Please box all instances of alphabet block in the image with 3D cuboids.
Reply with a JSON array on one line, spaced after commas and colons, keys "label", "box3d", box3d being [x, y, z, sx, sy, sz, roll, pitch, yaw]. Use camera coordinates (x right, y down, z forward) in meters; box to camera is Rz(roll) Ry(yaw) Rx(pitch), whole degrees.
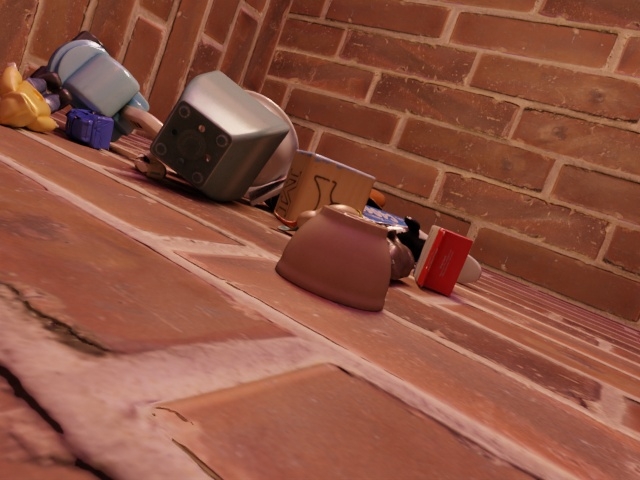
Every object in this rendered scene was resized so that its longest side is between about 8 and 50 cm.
[{"label": "alphabet block", "box3d": [0.005, -0.118, 1.383, 0.192, 0.197, 0.193, 19, 6, -19]}]

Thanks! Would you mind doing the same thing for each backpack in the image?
[{"label": "backpack", "box3d": [-0.647, -0.315, 1.405, 0.120, 0.098, 0.101, 24, 11, 23]}]

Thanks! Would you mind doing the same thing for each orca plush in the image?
[{"label": "orca plush", "box3d": [0.198, 0.000, 1.436, 0.287, 0.151, 0.102, 34, 41, -5]}]

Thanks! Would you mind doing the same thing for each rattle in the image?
[{"label": "rattle", "box3d": [0.000, 0.000, 1.121, 0.199, 0.143, 0.130, 3, -21, -17]}]

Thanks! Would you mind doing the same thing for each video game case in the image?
[{"label": "video game case", "box3d": [-0.139, -0.157, 1.524, 0.143, 0.157, 0.019, -119, -176, -72]}]

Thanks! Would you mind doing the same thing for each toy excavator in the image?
[{"label": "toy excavator", "box3d": [-0.584, -0.384, 1.520, 0.445, 0.222, 0.433, 24, -23, 45]}]

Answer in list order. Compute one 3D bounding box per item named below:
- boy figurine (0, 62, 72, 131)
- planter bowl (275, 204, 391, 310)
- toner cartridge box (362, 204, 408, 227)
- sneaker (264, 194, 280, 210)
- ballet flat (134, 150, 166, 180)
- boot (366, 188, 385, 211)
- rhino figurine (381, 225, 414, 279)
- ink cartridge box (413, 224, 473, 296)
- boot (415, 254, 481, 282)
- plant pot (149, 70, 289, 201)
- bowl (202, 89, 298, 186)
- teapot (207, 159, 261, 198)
[{"label": "boy figurine", "box3d": [-0.714, -0.349, 1.253, 0.285, 0.092, 0.177, -108, 174, -65]}, {"label": "planter bowl", "box3d": [0.032, 0.016, 0.713, 0.162, 0.109, 0.162, 21, 6, -2]}, {"label": "toner cartridge box", "box3d": [0.225, -0.029, 1.706, 0.347, 0.075, 0.165, 15, 27, -42]}, {"label": "sneaker", "box3d": [-0.053, -0.120, 1.665, 0.283, 0.107, 0.124, 17, 2, -31]}, {"label": "ballet flat", "box3d": [-0.424, -0.187, 1.241, 0.052, 0.057, 0.168, 4, 15, -37]}, {"label": "boot", "box3d": [0.191, -0.155, 2.044, 0.283, 0.109, 0.220, 13, 8, -32]}, {"label": "rhino figurine", "box3d": [0.124, 0.030, 0.989, 0.106, 0.073, 0.243, 59, 18, 13]}, {"label": "ink cartridge box", "box3d": [0.274, 0.043, 1.157, 0.078, 0.134, 0.231, 22, 7, 5]}, {"label": "boot", "box3d": [0.383, 0.056, 1.570, 0.258, 0.095, 0.123, 23, 13, 31]}, {"label": "plant pot", "box3d": [-0.264, -0.243, 1.233, 0.247, 0.248, 0.252, 38, 18, -1]}, {"label": "bowl", "box3d": [-0.223, -0.260, 1.448, 0.297, 0.298, 0.134, 22, 44, 8]}, {"label": "teapot", "box3d": [-0.262, -0.251, 1.710, 0.256, 0.187, 0.252, 20, 7, -19]}]
